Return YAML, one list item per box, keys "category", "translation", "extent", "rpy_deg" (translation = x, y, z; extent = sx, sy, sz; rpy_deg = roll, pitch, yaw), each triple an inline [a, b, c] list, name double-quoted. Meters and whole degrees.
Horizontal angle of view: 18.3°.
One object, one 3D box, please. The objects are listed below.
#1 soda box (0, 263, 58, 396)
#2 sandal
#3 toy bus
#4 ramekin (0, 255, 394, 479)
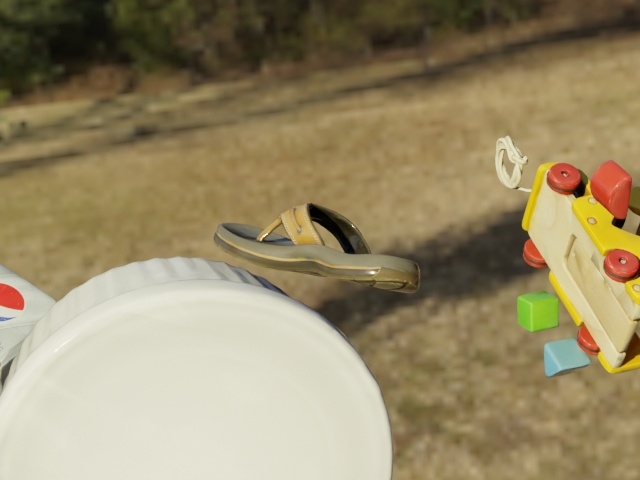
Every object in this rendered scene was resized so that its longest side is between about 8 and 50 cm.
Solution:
- category: "soda box"
  translation: [-0.278, 0.156, 1.647]
  extent: [0.098, 0.286, 0.091]
  rpy_deg: [30, 44, 20]
- category: "sandal"
  translation: [0.000, 0.000, 1.637]
  extent: [0.090, 0.060, 0.219]
  rpy_deg: [10, 0, -38]
- category: "toy bus"
  translation: [0.238, 0.006, 1.595]
  extent: [0.104, 0.202, 0.191]
  rpy_deg: [-10, 4, -21]
- category: "ramekin"
  translation: [-0.096, 0.135, 1.339]
  extent: [0.273, 0.272, 0.127]
  rpy_deg: [-8, 22, -10]
